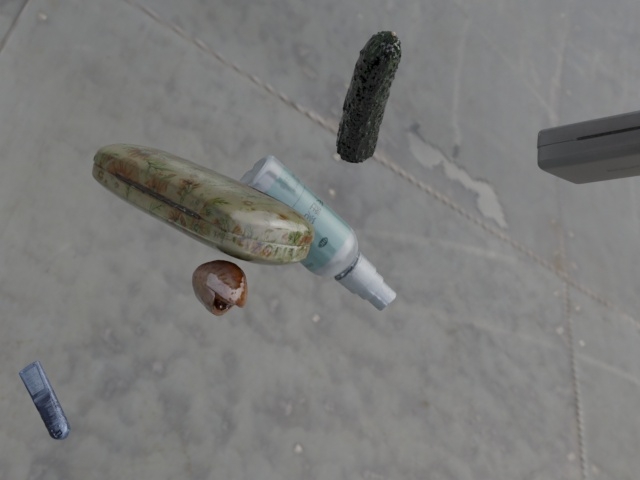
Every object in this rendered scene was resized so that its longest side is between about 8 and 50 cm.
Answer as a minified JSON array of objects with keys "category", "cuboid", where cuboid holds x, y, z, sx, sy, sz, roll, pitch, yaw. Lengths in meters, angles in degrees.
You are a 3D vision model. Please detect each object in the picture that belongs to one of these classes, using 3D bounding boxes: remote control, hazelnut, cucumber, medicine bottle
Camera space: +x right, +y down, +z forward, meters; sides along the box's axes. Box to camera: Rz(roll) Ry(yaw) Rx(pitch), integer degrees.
[{"category":"remote control","cuboid":[-0.495,0.291,1.759,0.153,0.043,0.027,57,8,21]},{"category":"hazelnut","cuboid":[-0.141,0.066,1.362,0.086,0.086,0.086,25,44,-27]},{"category":"cucumber","cuboid":[0.077,-0.229,1.524,0.072,0.300,0.072,5,56,-7]},{"category":"medicine bottle","cuboid":[0.000,0.000,1.754,0.352,0.110,0.110,42,38,-16]}]

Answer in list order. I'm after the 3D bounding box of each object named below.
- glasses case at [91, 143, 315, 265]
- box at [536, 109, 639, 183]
[{"category":"glasses case","cuboid":[-0.185,-0.060,1.459,0.425,0.098,0.156,25,12,41]},{"category":"box","cuboid":[0.380,-0.114,1.150,0.103,0.243,0.055,16,75,-40]}]
